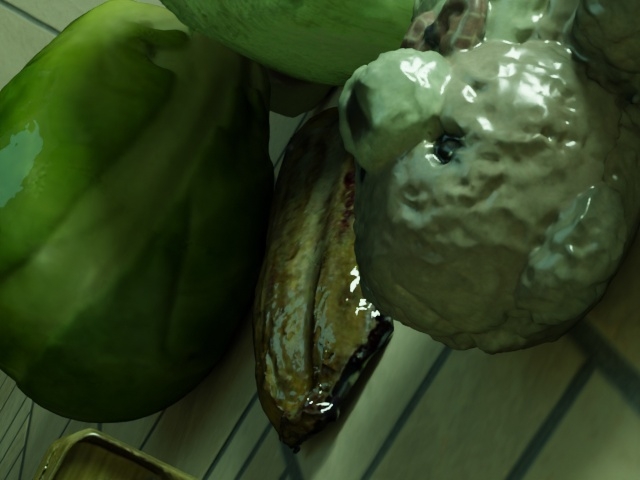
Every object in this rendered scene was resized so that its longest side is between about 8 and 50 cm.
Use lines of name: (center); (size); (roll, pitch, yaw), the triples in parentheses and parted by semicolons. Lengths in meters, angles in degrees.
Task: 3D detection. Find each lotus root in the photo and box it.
lotus root: (0.000, 0.000, 0.953); (0.167, 0.078, 0.329); (-50, 18, 40)

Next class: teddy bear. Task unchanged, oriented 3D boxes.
teddy bear: (0.095, -0.079, 0.644); (0.267, 0.151, 0.236); (-61, 21, -17)

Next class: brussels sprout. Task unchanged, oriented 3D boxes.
brussels sprout: (-0.176, -0.023, 1.200); (0.315, 0.276, 0.371); (-64, -6, -88)

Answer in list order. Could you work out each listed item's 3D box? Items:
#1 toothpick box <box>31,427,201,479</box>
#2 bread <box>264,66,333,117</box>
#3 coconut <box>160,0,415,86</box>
toothpick box: (-0.031, 0.212, 0.489); (0.190, 0.187, 0.308); (-62, 19, -7)
bread: (0.018, -0.298, 1.277); (0.338, 0.155, 0.187); (-49, 24, 38)
coconut: (0.017, -0.252, 0.967); (0.328, 0.328, 0.281); (-111, 33, -71)
